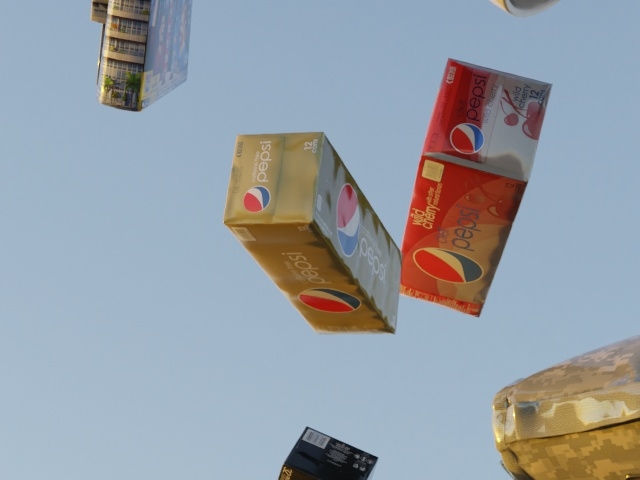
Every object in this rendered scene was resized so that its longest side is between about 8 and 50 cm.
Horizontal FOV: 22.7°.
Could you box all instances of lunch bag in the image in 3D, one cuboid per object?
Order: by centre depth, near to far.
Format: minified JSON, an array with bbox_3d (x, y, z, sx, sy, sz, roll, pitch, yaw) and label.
[{"bbox_3d":[0.290,0.134,1.151,0.235,0.169,0.287,-16,-17,38],"label":"lunch bag"}]

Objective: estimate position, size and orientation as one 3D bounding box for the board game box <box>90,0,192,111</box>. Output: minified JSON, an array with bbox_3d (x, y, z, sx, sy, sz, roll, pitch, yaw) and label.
[{"bbox_3d":[-0.138,-0.211,1.245,0.060,0.194,0.194,8,-77,4],"label":"board game box"}]

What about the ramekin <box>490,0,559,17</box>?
[{"bbox_3d":[0.151,-0.268,1.096,0.109,0.207,0.207,38,-29,19],"label":"ramekin"}]

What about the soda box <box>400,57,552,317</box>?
[{"bbox_3d":[0.116,-0.036,1.276,0.083,0.092,0.263,15,-25,3],"label":"soda box"}]

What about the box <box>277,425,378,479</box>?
[{"bbox_3d":[-0.002,0.192,1.183,0.062,0.052,0.083,23,-56,10],"label":"box"}]

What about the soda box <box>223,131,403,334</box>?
[{"bbox_3d":[0.000,0.000,1.006,0.058,0.061,0.181,-1,-25,19],"label":"soda box"}]
